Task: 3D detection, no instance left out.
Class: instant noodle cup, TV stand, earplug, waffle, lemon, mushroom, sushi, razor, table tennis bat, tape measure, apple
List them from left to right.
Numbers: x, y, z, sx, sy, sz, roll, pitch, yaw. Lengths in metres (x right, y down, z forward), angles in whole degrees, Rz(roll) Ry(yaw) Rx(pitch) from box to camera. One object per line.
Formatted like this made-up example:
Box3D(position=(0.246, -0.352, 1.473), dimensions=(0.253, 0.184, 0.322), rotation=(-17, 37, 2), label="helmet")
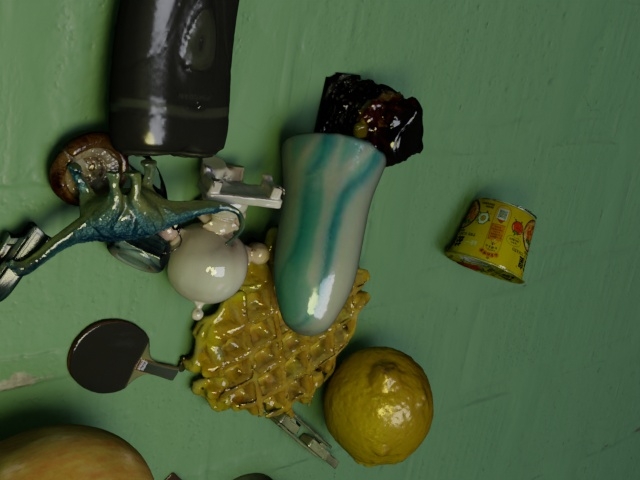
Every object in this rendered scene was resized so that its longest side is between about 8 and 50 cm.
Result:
Box3D(position=(-0.397, 0.468, 1.430), dimensions=(0.347, 0.391, 0.391), rotation=(-17, 122, -29), label="apple")
Box3D(position=(-0.343, -0.107, 1.421), dimensions=(0.123, 0.052, 0.123), rotation=(-19, 126, -29), label="mushroom")
Box3D(position=(-0.327, 0.203, 1.617), dimensions=(0.220, 0.019, 0.130), rotation=(25, 93, -45), label="table tennis bat")
Box3D(position=(-0.272, -0.043, 1.510), dimensions=(0.104, 0.107, 0.179), rotation=(12, 78, -21), label="tape measure")
Box3D(position=(-0.205, -0.288, 1.409), dimensions=(0.204, 0.114, 0.348), rotation=(0, 102, -49), label="razor")
Box3D(position=(-0.066, 0.160, 1.795), dimensions=(0.380, 0.095, 0.382), rotation=(18, 100, -48), label="waffle")
Box3D(position=(-0.027, 0.409, 1.988), dimensions=(0.042, 0.036, 0.249), rotation=(-52, 136, -12), label="TV stand")
Box3D(position=(0.000, 0.000, 1.609), dimensions=(0.185, 0.185, 0.323), rotation=(29, 63, -47), label="earplug")
Box3D(position=(0.117, 0.333, 1.939), dimensions=(0.233, 0.233, 0.288), rotation=(-38, 156, -23), label="lemon")
Box3D(position=(0.107, -0.204, 1.721), dimensions=(0.172, 0.150, 0.153), rotation=(-3, 112, -43), label="sushi")
Box3D(position=(0.375, -0.005, 2.068), dimensions=(0.182, 0.182, 0.144), rotation=(27, 82, -47), label="instant noodle cup")

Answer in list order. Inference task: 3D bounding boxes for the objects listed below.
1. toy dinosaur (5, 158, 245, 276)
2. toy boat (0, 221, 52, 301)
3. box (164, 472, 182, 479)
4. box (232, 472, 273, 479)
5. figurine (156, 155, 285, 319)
Box3D(position=(-0.281, -0.046, 1.406), dimensions=(0.363, 0.076, 0.147), rotation=(-12, 117, -26), label="toy dinosaur")
Box3D(position=(-0.450, 0.036, 1.391), dimensions=(0.060, 0.055, 0.141), rotation=(37, 83, -24), label="toy boat")
Box3D(position=(-0.277, 0.488, 1.782), dimensions=(0.085, 0.060, 0.063), rotation=(-43, 142, -20), label="box")
Box3D(position=(-0.125, 0.599, 1.912), dimensions=(0.226, 0.149, 0.226), rotation=(-20, 122, -35), label="box")
Box3D(position=(-0.165, 0.004, 1.583), dimensions=(0.182, 0.145, 0.256), rotation=(-2, 114, -46), label="figurine")
